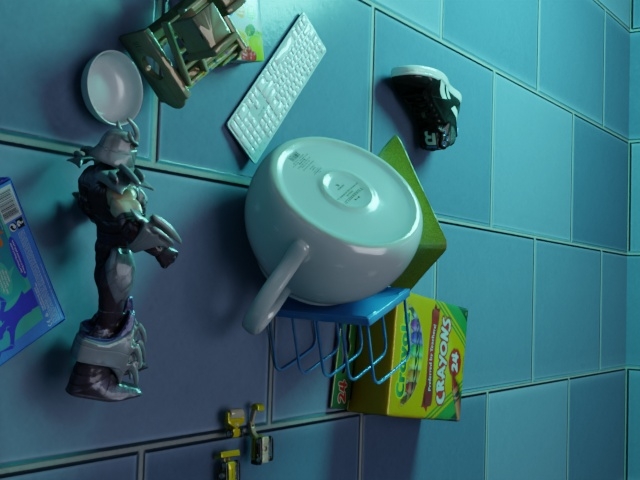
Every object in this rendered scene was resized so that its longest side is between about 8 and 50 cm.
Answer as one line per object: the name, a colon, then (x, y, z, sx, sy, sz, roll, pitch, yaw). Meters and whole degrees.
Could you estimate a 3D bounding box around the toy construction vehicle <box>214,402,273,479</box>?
toy construction vehicle: (-0.105, 0.266, 1.243, 0.086, 0.035, 0.098, 0, 87, -46)

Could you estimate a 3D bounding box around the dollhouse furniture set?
dollhouse furniture set: (-0.102, -0.248, 1.086, 0.182, 0.161, 0.101, -47, 120, -29)

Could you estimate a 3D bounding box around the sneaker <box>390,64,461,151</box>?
sneaker: (0.189, -0.220, 1.641, 0.217, 0.079, 0.121, 16, 75, -57)

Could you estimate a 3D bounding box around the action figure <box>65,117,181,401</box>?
action figure: (-0.210, 0.014, 0.977, 0.099, 0.185, 0.285, 1, 105, -22)

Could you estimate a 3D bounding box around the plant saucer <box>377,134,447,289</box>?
plant saucer: (0.102, -0.030, 1.410, 0.045, 0.188, 0.188, -15, 70, -21)

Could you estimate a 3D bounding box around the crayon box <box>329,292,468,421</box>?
crayon box: (0.138, 0.191, 1.561, 0.318, 0.081, 0.202, 17, 76, -55)

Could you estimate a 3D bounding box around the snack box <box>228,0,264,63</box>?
snack box: (-0.119, -0.300, 1.214, 0.100, 0.037, 0.141, -12, 100, -56)

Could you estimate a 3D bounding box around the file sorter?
file sorter: (0.028, 0.127, 1.316, 0.118, 0.170, 0.104, -30, 117, -53)

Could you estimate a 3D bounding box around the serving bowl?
serving bowl: (-0.235, -0.167, 1.048, 0.083, 0.027, 0.083, 2, 87, -57)

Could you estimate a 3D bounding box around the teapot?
teapot: (0.000, 0.000, 1.262, 0.256, 0.187, 0.252, 4, 44, -28)

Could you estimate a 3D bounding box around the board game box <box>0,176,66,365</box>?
board game box: (-0.344, 0.055, 0.863, 0.210, 0.047, 0.160, -42, 124, -50)

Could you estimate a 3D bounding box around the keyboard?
keyboard: (-0.058, -0.218, 1.329, 0.072, 0.014, 0.256, 60, 43, -37)
